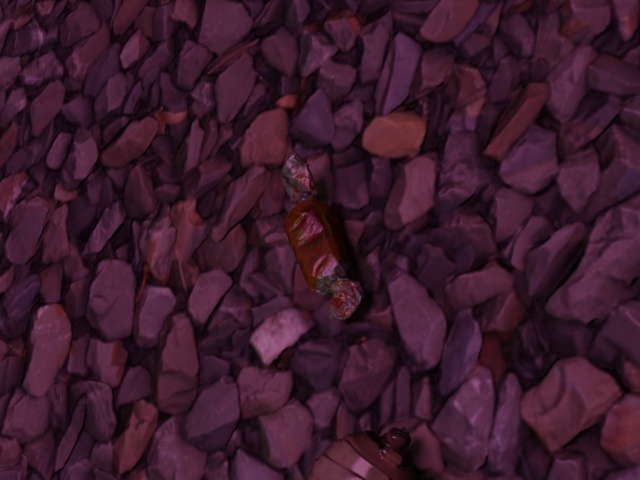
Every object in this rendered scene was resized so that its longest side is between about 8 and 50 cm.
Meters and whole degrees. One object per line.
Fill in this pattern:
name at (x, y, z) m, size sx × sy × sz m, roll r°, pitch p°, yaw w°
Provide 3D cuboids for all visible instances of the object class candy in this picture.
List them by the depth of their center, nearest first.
candy at (0.000, 0.000, 1.185) m, size 0.053 × 0.046 × 0.182 m, roll -34°, pitch 57°, yaw 22°

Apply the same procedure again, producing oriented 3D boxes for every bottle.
bottle at (0.025, 0.221, 1.035) m, size 0.152 × 0.099 × 0.099 m, roll -52°, pitch 46°, yaw 7°
